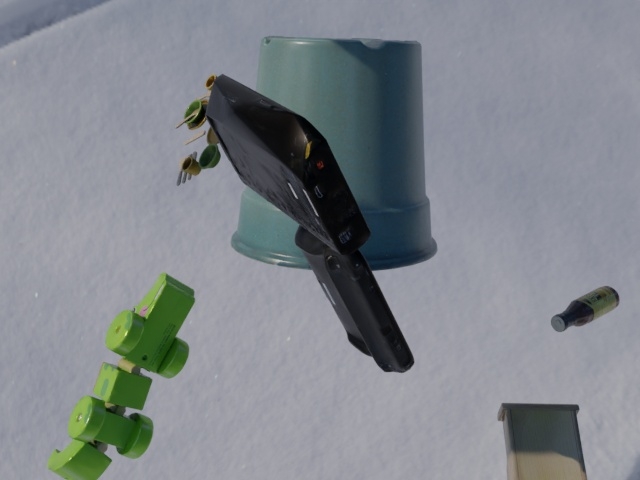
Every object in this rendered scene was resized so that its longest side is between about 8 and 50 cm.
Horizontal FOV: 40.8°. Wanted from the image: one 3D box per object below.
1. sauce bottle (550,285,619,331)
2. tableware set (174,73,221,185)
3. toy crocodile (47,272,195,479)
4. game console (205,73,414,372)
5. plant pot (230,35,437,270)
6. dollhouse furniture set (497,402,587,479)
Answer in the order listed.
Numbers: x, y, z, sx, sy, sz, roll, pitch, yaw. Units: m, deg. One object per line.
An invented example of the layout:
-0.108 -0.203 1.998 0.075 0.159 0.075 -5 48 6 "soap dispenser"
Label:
0.394 0.104 1.283 0.128 0.042 0.042 -19 69 -36 "sauce bottle"
-0.156 -0.151 1.137 0.024 0.104 0.154 31 54 -37 "tableware set"
-0.293 0.209 1.289 0.115 0.105 0.341 30 80 -35 "toy crocodile"
0.000 0.000 0.892 0.044 0.361 0.213 -37 37 -13 "game console"
0.027 -0.155 1.380 0.341 0.341 0.334 -4 104 -22 "plant pot"
0.303 0.360 1.239 0.212 0.242 0.161 1 54 0 "dollhouse furniture set"
